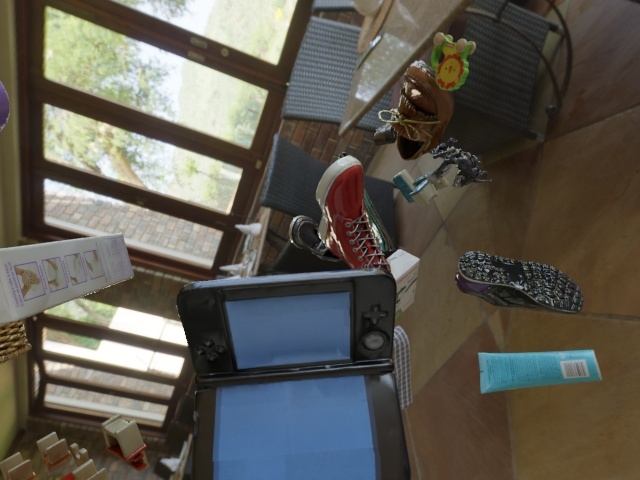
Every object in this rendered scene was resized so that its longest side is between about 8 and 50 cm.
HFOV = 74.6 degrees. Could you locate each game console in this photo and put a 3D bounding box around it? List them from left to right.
[{"bbox_3d":[-0.033,0.191,0.547,0.173,0.292,0.250,-100,6,-59],"label":"game console"}]

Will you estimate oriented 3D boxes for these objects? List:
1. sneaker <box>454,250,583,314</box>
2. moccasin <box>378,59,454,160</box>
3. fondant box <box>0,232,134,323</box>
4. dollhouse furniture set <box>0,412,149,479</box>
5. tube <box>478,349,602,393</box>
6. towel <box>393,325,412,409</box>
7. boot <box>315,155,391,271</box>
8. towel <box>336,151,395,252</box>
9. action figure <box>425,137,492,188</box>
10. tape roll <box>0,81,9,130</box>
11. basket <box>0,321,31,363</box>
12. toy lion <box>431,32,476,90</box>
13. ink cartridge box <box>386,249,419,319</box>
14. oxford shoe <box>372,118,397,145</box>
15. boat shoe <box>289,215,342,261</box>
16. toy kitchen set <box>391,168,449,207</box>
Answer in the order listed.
[{"bbox_3d":[0.475,0.116,1.028,0.107,0.283,0.124,-59,-23,-29],"label":"sneaker"},{"bbox_3d":[0.240,-0.311,1.073,0.147,0.139,0.380,-42,-10,-1],"label":"moccasin"},{"bbox_3d":[-0.485,0.064,0.657,0.330,0.238,0.096,-98,-4,-84],"label":"fondant box"},{"bbox_3d":[-0.530,0.526,0.940,0.261,0.259,0.135,0,105,37],"label":"dollhouse furniture set"},{"bbox_3d":[0.404,0.243,0.794,0.207,0.052,0.080,-15,47,32],"label":"tube"},{"bbox_3d":[0.157,0.405,1.201,0.121,0.235,0.284,13,119,41],"label":"towel"},{"bbox_3d":[0.072,-0.016,0.723,0.176,0.088,0.244,52,161,26],"label":"boot"},{"bbox_3d":[0.142,-0.119,1.519,0.370,0.040,0.271,63,175,1],"label":"towel"},{"bbox_3d":[0.423,-0.232,1.340,0.141,0.164,0.276,-59,32,28],"label":"action figure"},{"bbox_3d":[-0.800,-0.306,0.913,0.080,0.188,0.189,-116,45,-67],"label":"tape roll"},{"bbox_3d":[-0.836,0.193,0.919,0.299,0.213,0.223,-177,76,-82],"label":"basket"},{"bbox_3d":[0.255,-0.350,0.831,0.100,0.034,0.096,48,132,44],"label":"toy lion"},{"bbox_3d":[0.274,0.167,1.538,0.160,0.092,0.220,-34,-42,-35],"label":"ink cartridge box"},{"bbox_3d":[0.253,-0.427,1.659,0.227,0.096,0.083,-48,-56,-61],"label":"oxford shoe"},{"bbox_3d":[0.000,0.000,0.976,0.206,0.064,0.075,37,-109,-56],"label":"boat shoe"},{"bbox_3d":[0.324,-0.185,1.494,0.166,0.122,0.207,-42,8,-29],"label":"toy kitchen set"}]
